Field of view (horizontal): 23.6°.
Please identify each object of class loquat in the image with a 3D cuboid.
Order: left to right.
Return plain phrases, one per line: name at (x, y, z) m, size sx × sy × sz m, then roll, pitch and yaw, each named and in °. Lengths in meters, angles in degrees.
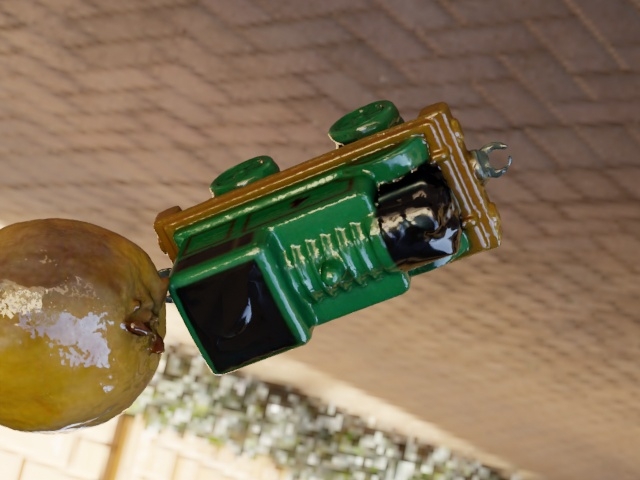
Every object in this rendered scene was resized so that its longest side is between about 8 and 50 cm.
loquat at (-0.267, 0.083, 1.511) m, size 0.238 × 0.193 × 0.238 m, roll 3°, pitch 125°, yaw 5°

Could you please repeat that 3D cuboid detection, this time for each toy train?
toy train at (0.000, 0.000, 1.617) m, size 0.429 × 0.249 × 0.178 m, roll -21°, pitch 109°, yaw 15°
